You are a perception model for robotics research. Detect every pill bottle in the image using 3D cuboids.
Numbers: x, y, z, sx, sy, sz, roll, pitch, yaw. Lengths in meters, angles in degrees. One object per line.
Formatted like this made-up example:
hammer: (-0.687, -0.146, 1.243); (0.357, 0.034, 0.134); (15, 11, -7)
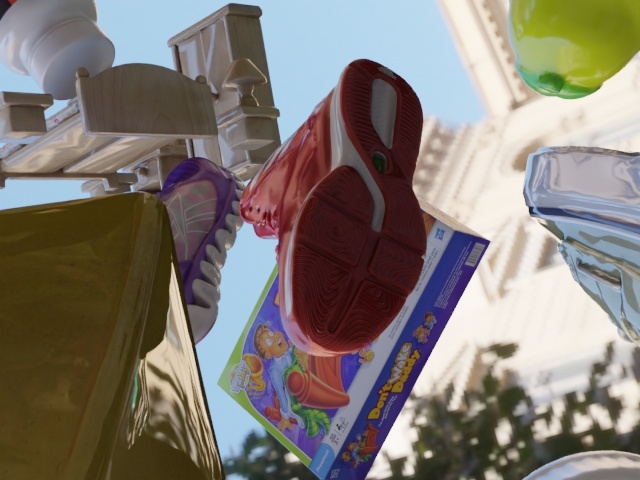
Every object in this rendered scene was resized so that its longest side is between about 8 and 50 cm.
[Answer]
pill bottle: (-0.280, -0.226, 1.335); (0.193, 0.108, 0.108); (49, -156, 23)

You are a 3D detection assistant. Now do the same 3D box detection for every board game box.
board game box: (0.033, 0.095, 1.755); (0.078, 0.347, 0.233); (15, -165, -47)

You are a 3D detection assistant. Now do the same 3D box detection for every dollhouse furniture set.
dollhouse furniture set: (-0.227, -0.142, 1.387); (0.356, 0.303, 0.173); (-1, -103, -40)

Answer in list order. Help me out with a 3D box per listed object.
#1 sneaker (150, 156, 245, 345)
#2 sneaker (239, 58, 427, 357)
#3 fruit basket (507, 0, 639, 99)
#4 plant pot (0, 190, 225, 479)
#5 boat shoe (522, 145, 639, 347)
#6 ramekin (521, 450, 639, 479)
sneaker: (-0.128, -0.005, 1.118); (0.104, 0.095, 0.236); (39, -150, -20)
sneaker: (0.000, 0.000, 0.879); (0.087, 0.128, 0.221); (31, -132, -15)
fruit basket: (0.286, -0.312, 1.241); (0.283, 0.392, 0.392); (-9, -102, -28)
plant pot: (-0.164, 0.127, 0.669); (0.187, 0.212, 0.212); (-96, -2, -54)
boat shoe: (0.160, 0.006, 0.651); (0.302, 0.109, 0.094); (-137, 52, -84)
ramekin: (0.290, 0.344, 1.368); (0.135, 0.277, 0.277); (65, -171, -80)
